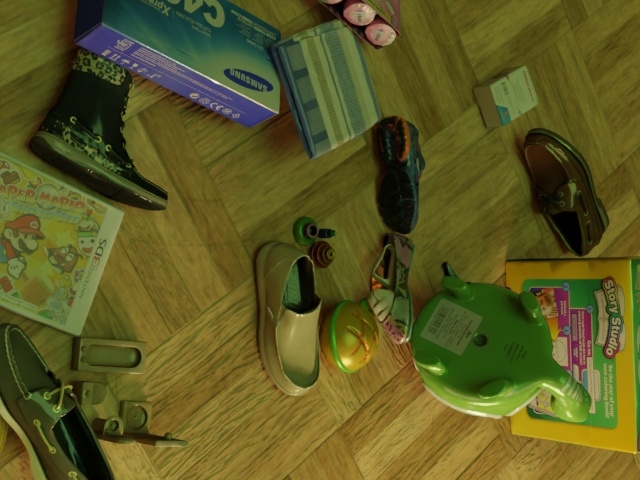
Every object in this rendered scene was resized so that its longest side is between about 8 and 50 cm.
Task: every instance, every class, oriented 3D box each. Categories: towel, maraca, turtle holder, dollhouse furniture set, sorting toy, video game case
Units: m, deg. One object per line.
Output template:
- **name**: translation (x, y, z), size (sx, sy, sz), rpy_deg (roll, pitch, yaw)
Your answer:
- **towel**: translation (0.015, -0.270, 1.894), size (0.285, 0.034, 0.209), rpy_deg (-37, 112, -57)
- **maraca**: translation (0.059, 0.165, 1.938), size (0.185, 0.099, 0.127), rpy_deg (-17, 102, -64)
- **turtle holder**: translation (0.331, 0.213, 2.025), size (0.227, 0.320, 0.243), rpy_deg (70, 20, -60)
- **dollhouse furniture set**: translation (-0.285, 0.226, 1.639), size (0.144, 0.123, 0.151), rpy_deg (9, 83, -38)
- **sorting toy**: translation (0.000, 0.000, 1.926), size (0.061, 0.042, 0.102), rpy_deg (-45, 115, -30)
- **video game case**: translation (-0.417, 0.007, 1.604), size (0.227, 0.026, 0.206), rpy_deg (28, 71, -34)

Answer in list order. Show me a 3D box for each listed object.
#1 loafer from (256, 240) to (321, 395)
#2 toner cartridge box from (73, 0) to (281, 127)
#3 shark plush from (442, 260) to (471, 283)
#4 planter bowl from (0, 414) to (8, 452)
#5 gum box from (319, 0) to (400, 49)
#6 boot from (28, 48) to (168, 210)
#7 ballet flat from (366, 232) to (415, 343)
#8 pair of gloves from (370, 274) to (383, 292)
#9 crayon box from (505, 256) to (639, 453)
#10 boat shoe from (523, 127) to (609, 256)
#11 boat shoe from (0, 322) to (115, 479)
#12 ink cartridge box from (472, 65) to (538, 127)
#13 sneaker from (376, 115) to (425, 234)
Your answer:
- **loafer**: translation (-0.047, 0.134, 1.852), size (0.102, 0.092, 0.268), rpy_deg (-15, 98, -38)
- **toner cartridge box**: translation (-0.212, -0.318, 1.706), size (0.348, 0.075, 0.165), rpy_deg (22, 59, -41)
- **shark plush**: translation (0.287, 0.110, 2.165), size (0.161, 0.073, 0.067), rpy_deg (41, 42, -8)
- **planter bowl**: translation (-0.510, 0.256, 1.481), size (0.217, 0.090, 0.217), rpy_deg (1, 88, -38)
- **gum box**: translation (0.067, -0.436, 1.957), size (0.188, 0.062, 0.107), rpy_deg (35, 41, -32)
- **boot**: translation (-0.307, -0.163, 1.662), size (0.236, 0.085, 0.179), rpy_deg (30, 68, -33)
- **ballet flat**: translation (0.126, 0.083, 1.989), size (0.079, 0.077, 0.221), rpy_deg (19, 57, -21)
- **pair of gloves**: translation (0.126, 0.100, 2.044), size (0.083, 0.010, 0.074), rpy_deg (-4, 91, -39)
- **crayon box**: translation (0.518, 0.214, 2.159), size (0.106, 0.313, 0.363), rpy_deg (-1, 89, -38)
- **boat shoe**: translation (0.510, -0.096, 2.293), size (0.307, 0.110, 0.104), rpy_deg (51, 59, -25)
- **boat shoe**: translation (-0.385, 0.245, 1.557), size (0.109, 0.091, 0.305), rpy_deg (-63, 136, -65)
- **ink cartridge box**: translation (0.379, -0.294, 2.232), size (0.122, 0.052, 0.088), rpy_deg (-32, 108, -34)
- **sneaker**: translation (0.161, -0.121, 2.039), size (0.087, 0.083, 0.221), rpy_deg (-7, 98, -51)
